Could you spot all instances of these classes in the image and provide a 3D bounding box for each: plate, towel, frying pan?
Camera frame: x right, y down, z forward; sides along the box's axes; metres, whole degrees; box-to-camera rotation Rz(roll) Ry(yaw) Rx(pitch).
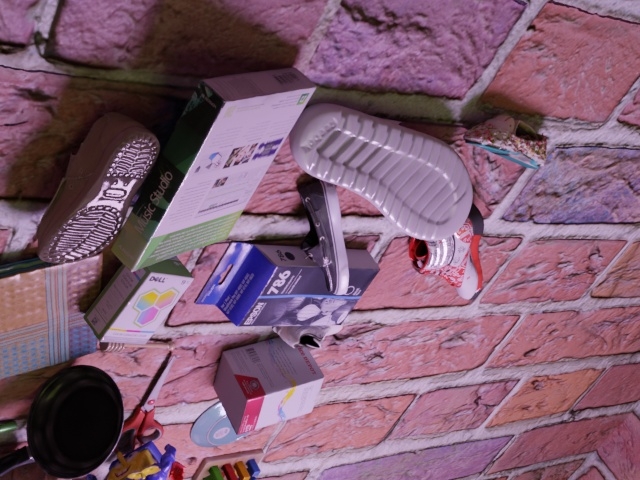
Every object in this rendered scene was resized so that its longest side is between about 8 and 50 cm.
[{"bbox_3d":[-0.192,0.399,2.145,0.188,0.024,0.188,-22,145,-17],"label":"plate"},{"bbox_3d":[-0.528,0.138,1.553,0.370,0.040,0.271,-15,142,-28],"label":"towel"},{"bbox_3d":[-0.460,0.366,1.710,0.326,0.197,0.053,-53,152,-2],"label":"frying pan"}]

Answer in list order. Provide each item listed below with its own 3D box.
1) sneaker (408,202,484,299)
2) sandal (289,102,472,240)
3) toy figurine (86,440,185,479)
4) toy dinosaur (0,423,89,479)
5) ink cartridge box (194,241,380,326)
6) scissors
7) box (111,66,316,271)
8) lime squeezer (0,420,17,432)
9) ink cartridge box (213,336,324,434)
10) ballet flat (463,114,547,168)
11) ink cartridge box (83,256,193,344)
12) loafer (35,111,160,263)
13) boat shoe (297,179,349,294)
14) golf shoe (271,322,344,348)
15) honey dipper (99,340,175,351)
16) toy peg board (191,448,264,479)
[{"bbox_3d":[0.252,0.043,2.013,0.145,0.090,0.270,-23,141,-14],"label":"sneaker"},{"bbox_3d":[0.111,-0.134,1.687,0.416,0.102,0.169,28,99,-38],"label":"sandal"},{"bbox_3d":[-0.381,0.514,1.971,0.363,0.217,0.191,-32,109,15],"label":"toy figurine"},{"bbox_3d":[-0.534,0.424,1.809,0.296,0.200,0.127,-6,169,12],"label":"toy dinosaur"},{"bbox_3d":[-0.056,0.087,1.843,0.333,0.065,0.165,4,132,-40],"label":"ink cartridge box"},{"bbox_3d":[-0.348,0.329,1.938,0.109,0.021,0.297,-10,141,-26],"label":"scissors"},{"bbox_3d":[-0.158,-0.108,1.464,0.232,0.058,0.322,-22,149,-56],"label":"box"},{"bbox_3d":[-0.683,0.380,1.704,0.311,0.058,0.110,-25,144,-13],"label":"lime squeezer"},{"bbox_3d":[-0.104,0.287,1.987,0.176,0.128,0.127,-12,140,-27],"label":"ink cartridge box"},{"bbox_3d":[0.345,-0.191,1.827,0.241,0.091,0.077,11,96,-51],"label":"ballet flat"},{"bbox_3d":[-0.283,0.075,1.617,0.209,0.062,0.109,-52,151,15],"label":"ink cartridge box"},{"bbox_3d":[-0.323,-0.075,1.408,0.102,0.092,0.268,15,125,-47],"label":"loafer"},{"bbox_3d":[0.000,0.000,1.735,0.076,0.080,0.228,-13,123,-10],"label":"boat shoe"},{"bbox_3d":[-0.013,0.188,1.980,0.176,0.086,0.069,0,132,-41],"label":"golf shoe"},{"bbox_3d":[-0.325,0.188,1.780,0.161,0.030,0.030,9,127,-47],"label":"honey dipper"},{"bbox_3d":[-0.216,0.574,2.290,0.161,0.079,0.161,0,134,-38],"label":"toy peg board"}]
